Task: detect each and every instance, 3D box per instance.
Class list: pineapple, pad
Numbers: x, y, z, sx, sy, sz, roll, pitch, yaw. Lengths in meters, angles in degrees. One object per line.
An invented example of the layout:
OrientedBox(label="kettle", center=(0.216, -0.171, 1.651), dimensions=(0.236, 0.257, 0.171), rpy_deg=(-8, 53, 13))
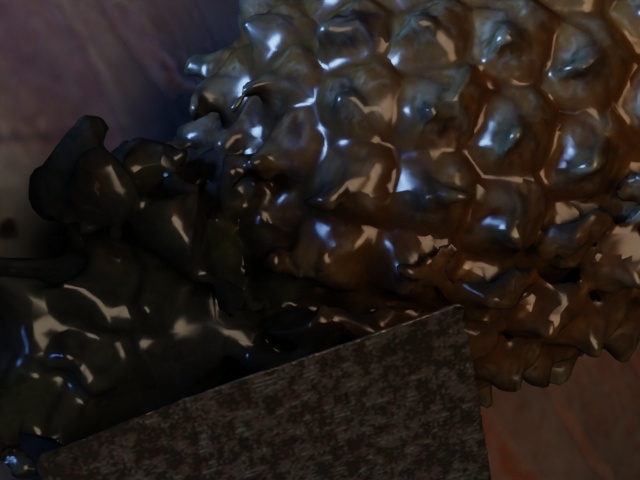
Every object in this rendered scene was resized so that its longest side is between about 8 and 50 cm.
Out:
OrientedBox(label="pineapple", center=(-0.001, 0.000, 0.591), dimensions=(0.357, 0.223, 0.222), rpy_deg=(-32, 104, -19))
OrientedBox(label="pad", center=(-0.005, 0.131, 0.576), dimensions=(0.158, 0.003, 0.235), rpy_deg=(-19, 132, -7))
